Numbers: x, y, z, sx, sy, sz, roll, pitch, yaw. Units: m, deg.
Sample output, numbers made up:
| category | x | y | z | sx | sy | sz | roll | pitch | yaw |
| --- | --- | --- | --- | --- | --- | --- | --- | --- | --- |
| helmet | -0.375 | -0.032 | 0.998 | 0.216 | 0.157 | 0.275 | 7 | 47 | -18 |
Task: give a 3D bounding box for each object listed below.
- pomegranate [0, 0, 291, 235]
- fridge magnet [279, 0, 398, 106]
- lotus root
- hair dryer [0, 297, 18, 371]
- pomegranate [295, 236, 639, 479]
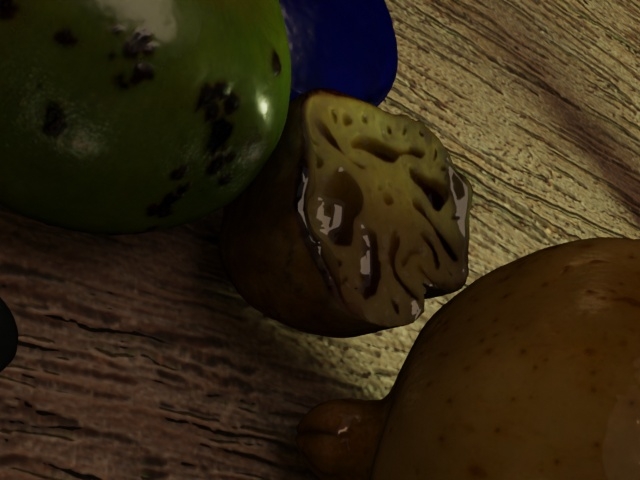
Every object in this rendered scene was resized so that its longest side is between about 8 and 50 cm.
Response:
| category | x | y | z | sx | sy | sz | roll | pitch | yaw |
| --- | --- | --- | --- | --- | --- | --- | --- | --- | --- |
| pomegranate | -0.130 | -0.146 | 0.808 | 0.291 | 0.323 | 0.290 | 29 | 52 | -45 |
| fridge magnet | -0.034 | -0.226 | 1.112 | 0.265 | 0.113 | 0.265 | 23 | 49 | -30 |
| lotus root | 0.001 | 0.000 | 0.944 | 0.188 | 0.180 | 0.199 | 22 | 56 | -37 |
| hair dryer | -0.305 | 0.034 | 0.717 | 0.219 | 0.071 | 0.124 | 40 | 40 | -3 |
| pomegranate | 0.182 | 0.183 | 0.878 | 0.410 | 0.410 | 0.410 | 24 | 48 | -31 |
